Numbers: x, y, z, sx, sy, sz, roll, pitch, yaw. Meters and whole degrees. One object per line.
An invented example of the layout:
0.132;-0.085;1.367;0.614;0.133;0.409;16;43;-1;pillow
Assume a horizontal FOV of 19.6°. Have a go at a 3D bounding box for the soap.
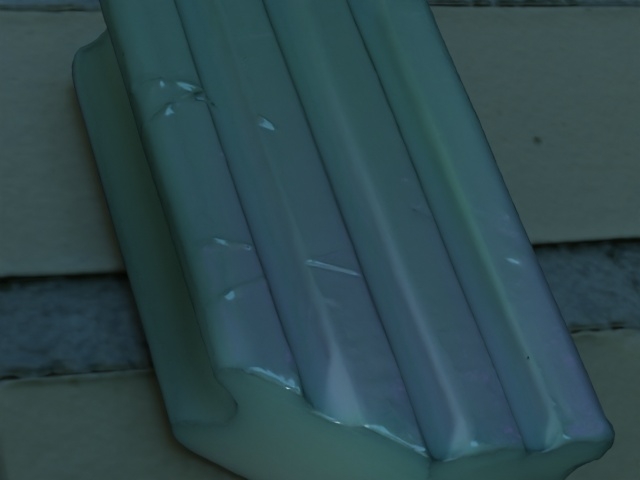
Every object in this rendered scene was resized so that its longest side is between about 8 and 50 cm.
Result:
0.000;0.000;0.865;0.172;0.095;0.290;-3;54;-25;soap
